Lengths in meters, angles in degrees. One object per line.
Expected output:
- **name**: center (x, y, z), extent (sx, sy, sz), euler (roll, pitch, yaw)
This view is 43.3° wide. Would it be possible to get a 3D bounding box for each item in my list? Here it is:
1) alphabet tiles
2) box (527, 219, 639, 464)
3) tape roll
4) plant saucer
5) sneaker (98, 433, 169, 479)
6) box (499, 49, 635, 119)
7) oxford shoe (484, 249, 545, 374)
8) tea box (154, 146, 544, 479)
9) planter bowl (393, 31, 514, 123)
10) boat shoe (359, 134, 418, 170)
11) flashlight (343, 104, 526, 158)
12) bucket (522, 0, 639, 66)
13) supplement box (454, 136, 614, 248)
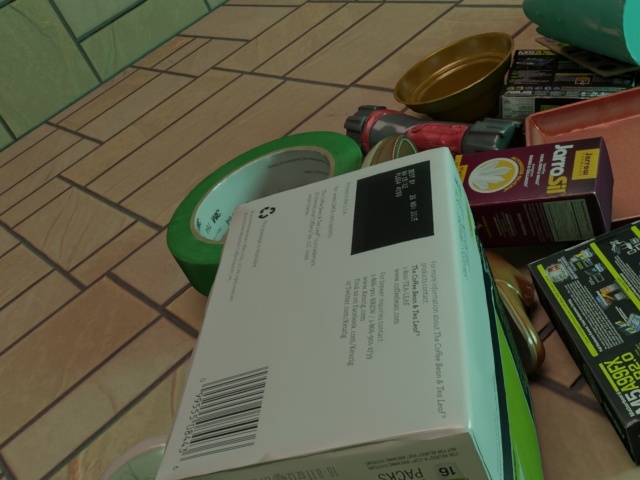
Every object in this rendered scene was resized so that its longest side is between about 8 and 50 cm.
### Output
- **alphabet tiles**: center (0.497, -0.315, 1.284), extent (0.237, 0.009, 0.198), euler (-14, 32, -12)
- **box**: center (0.363, 0.077, 0.831), extent (0.216, 0.060, 0.270), euler (-24, 31, 6)
- **tape roll**: center (-0.074, -0.045, 1.220), extent (0.321, 0.077, 0.321), euler (-19, 32, 12)
- **plant saucer**: center (0.405, -0.103, 1.056), extent (0.258, 0.047, 0.259), euler (-12, 40, 23)
- **sneaker**: center (-0.141, 0.288, 0.867), extent (0.256, 0.094, 0.151), euler (-20, 35, 13)
- **box**: center (0.383, -0.242, 1.241), extent (0.191, 0.045, 0.184), euler (4, 34, 19)
- **oxford shoe**: center (0.221, 0.072, 0.939), extent (0.076, 0.076, 0.212), euler (-3, 35, -10)
- **tea box**: center (0.059, 0.156, 0.688), extent (0.220, 0.323, 0.329), euler (-16, 32, 17)
- **planter bowl**: center (0.242, -0.259, 1.375), extent (0.217, 0.090, 0.217), euler (-25, 28, 14)
- **boat shoe**: center (0.120, -0.015, 1.060), extent (0.116, 0.123, 0.324), euler (-20, 47, 30)
- **flashlight**: center (0.173, -0.158, 1.280), extent (0.304, 0.103, 0.103), euler (15, 76, 46)
- **bucket**: center (0.452, -0.390, 1.163), extent (0.281, 0.281, 0.183), euler (-35, 43, -13)
- **supplement box**: center (0.256, -0.055, 0.995), extent (0.188, 0.081, 0.104), euler (-5, 44, 30)
